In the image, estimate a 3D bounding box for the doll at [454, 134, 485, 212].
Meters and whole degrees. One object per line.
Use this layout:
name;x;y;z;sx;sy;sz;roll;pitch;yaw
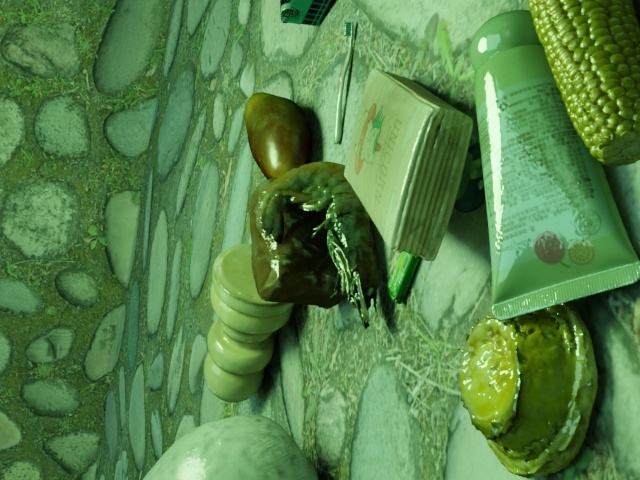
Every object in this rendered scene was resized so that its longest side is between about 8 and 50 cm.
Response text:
doll;0.172;-0.070;0.975;0.076;0.050;0.083;-96;24;-48

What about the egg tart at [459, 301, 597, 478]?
egg tart;0.192;0.133;0.839;0.191;0.074;0.191;-171;90;-70

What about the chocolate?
chocolate;-0.029;-0.005;1.335;0.093;0.148;0.214;-43;45;50

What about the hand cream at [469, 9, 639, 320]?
hand cream;0.210;-0.084;0.833;0.147;0.093;0.306;-21;60;33

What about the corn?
corn;0.247;-0.187;0.781;0.091;0.091;0.260;-19;58;23

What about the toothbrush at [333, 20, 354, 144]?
toothbrush;0.039;-0.261;1.418;0.017;0.022;0.204;-167;82;-71

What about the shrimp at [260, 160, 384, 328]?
shrimp;0.000;0.000;1.237;0.058;0.169;0.296;82;180;-54

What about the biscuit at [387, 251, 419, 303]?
biscuit;0.111;0.042;1.140;0.046;0.016;0.089;-118;41;-58

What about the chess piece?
chess piece;-0.144;0.168;1.564;0.167;0.167;0.300;-109;29;-48

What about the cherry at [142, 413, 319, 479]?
cherry;-0.124;0.428;1.277;0.335;0.291;0.326;30;102;47

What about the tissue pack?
tissue pack;0.099;-0.109;1.073;0.325;0.071;0.170;-110;34;-70

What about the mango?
mango;-0.076;-0.193;1.554;0.267;0.111;0.133;-115;23;-52

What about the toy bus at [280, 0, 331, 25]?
toy bus;-0.016;-0.457;1.519;0.160;0.091;0.079;130;141;-63
